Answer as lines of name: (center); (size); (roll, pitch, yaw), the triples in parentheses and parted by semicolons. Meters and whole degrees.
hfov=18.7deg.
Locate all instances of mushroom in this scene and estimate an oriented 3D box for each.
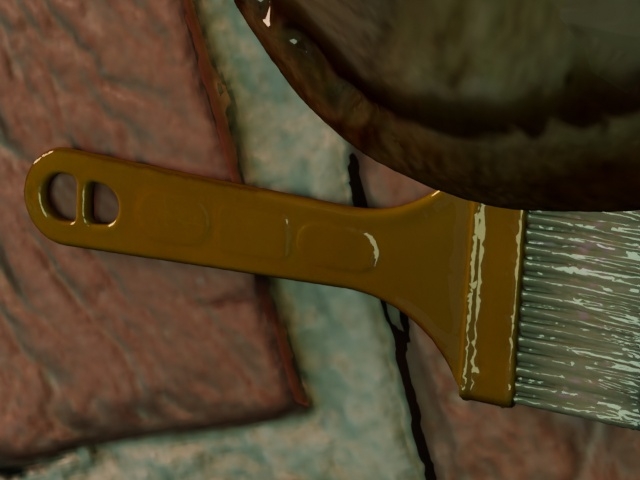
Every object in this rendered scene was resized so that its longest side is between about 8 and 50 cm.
mushroom: (0.074, -0.124, 0.590); (0.267, 0.254, 0.267); (19, 136, 20)

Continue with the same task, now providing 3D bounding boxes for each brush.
brush: (0.000, 0.000, 0.748); (0.272, 0.013, 0.103); (10, 105, 24)
